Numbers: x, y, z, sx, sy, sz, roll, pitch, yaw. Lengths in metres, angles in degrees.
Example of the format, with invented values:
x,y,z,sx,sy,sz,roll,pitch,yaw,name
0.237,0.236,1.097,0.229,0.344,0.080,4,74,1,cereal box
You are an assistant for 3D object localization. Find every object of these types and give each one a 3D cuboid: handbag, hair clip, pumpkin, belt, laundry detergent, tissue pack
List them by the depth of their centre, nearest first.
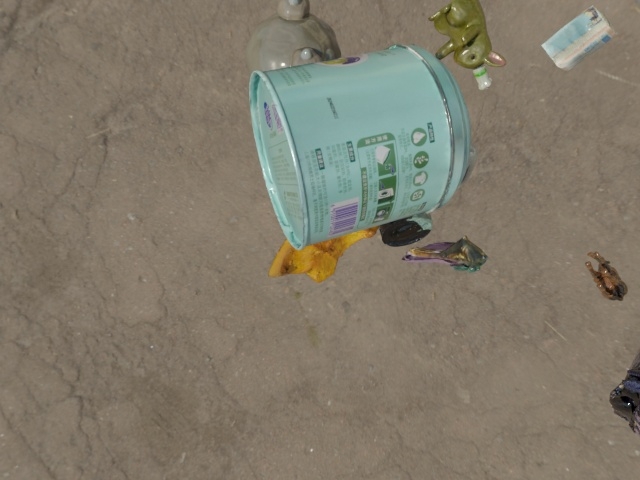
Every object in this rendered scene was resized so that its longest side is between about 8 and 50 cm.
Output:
x,y,z,sx,sy,sz,roll,pitch,yaw,name
0.067,-0.159,0.697,0.306,0.287,0.286,-16,87,-14,laundry detergent
0.459,-0.355,0.740,0.094,0.074,0.058,-38,70,42,tissue pack
0.648,0.272,0.784,0.208,0.127,0.228,-42,128,-10,handbag
0.343,0.033,1.172,0.096,0.359,0.110,30,82,-9,hair clip
0.005,0.020,1.299,0.291,0.095,0.258,14,110,-35,pumpkin
0.320,-0.056,1.570,0.199,0.151,0.078,-16,47,9,belt

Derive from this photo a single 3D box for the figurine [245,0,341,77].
x,y,z,sx,sy,sz,roll,pitch,yaw,name
-0.076,-0.376,0.989,0.204,0.380,0.247,-4,76,-13,figurine

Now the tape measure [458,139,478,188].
x,y,z,sx,sy,sz,roll,pitch,yaw,name
0.366,-0.229,1.376,0.266,0.258,0.130,-13,58,-20,tape measure

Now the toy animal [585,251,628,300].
x,y,z,sx,sy,sz,roll,pitch,yaw,name
0.852,0.093,1.260,0.066,0.230,0.224,-41,39,33,toy animal

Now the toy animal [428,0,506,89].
x,y,z,sx,sy,sz,roll,pitch,yaw,name
0.551,-0.733,1.569,0.181,0.181,0.362,-26,101,-9,toy animal
